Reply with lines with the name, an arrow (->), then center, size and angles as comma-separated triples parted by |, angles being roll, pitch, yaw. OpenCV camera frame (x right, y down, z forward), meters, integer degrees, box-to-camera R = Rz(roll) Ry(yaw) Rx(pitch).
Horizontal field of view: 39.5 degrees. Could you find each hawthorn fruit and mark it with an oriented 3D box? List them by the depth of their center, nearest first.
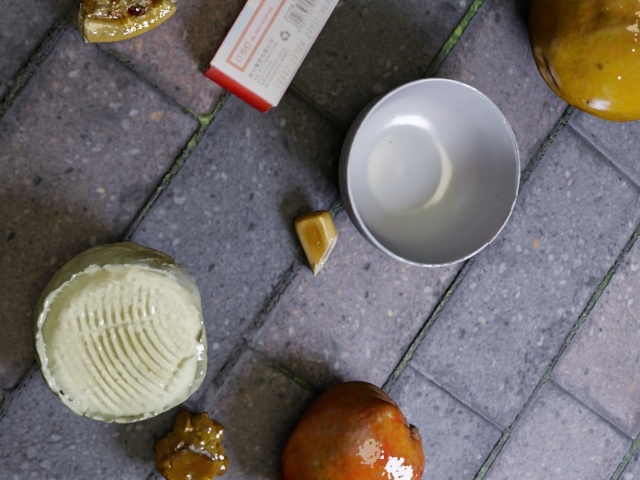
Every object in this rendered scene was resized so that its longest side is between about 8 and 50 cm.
hawthorn fruit -> 0.029, 0.349, 1.381 | 0.262, 0.210, 0.210 | -39, 106, -2

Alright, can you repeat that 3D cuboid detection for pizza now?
pizza -> -0.291, -0.384, 1.258 | 0.154, 0.069, 0.194 | -23, 103, -14

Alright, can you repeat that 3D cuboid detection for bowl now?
bowl -> 0.153, -0.107, 1.395 | 0.286, 0.144, 0.287 | -2, 97, -17

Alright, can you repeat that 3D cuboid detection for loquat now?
loquat -> 0.483, -0.340, 1.382 | 0.328, 0.328, 0.329 | -2, 97, -18

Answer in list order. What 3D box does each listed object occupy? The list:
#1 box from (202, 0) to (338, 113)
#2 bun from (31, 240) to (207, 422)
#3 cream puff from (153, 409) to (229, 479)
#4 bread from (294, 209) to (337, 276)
box -> -0.069, -0.319, 1.348 | 0.123, 0.050, 0.229 | 30, 87, -17
bun -> -0.284, 0.125, 1.278 | 0.259, 0.152, 0.260 | -1, 103, -7
cream puff -> -0.198, 0.318, 1.364 | 0.116, 0.094, 0.122 | 2, 119, -15
bread -> 0.001, 0.001, 1.406 | 0.062, 0.049, 0.103 | -17, 105, 19
